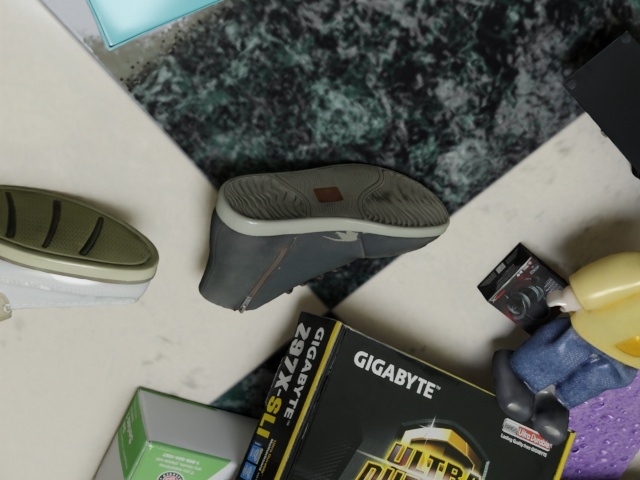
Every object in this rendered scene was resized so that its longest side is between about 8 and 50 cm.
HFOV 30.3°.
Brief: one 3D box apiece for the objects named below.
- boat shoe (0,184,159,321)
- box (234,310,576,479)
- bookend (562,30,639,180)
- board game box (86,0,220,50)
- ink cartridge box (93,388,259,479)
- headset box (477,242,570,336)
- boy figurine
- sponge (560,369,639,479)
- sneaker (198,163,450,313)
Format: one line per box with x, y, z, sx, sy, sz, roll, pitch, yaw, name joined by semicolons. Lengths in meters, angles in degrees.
-0.287;0.018;0.965;0.302;0.113;0.103;10;116;-8;boat shoe
0.073;0.244;1.119;0.322;0.079;0.257;28;81;-32;box
0.300;-0.089;1.070;0.072;0.156;0.157;-39;76;7;bookend
-0.055;-0.324;0.856;0.336;0.079;0.254;-23;121;-2;board game box
-0.144;0.272;1.141;0.160;0.092;0.219;20;111;-25;ink cartridge box
0.205;0.052;1.155;0.083;0.032;0.062;38;103;-27;headset box
0.299;0.081;1.088;0.177;0.092;0.285;37;125;-23;boy figurine
0.311;0.166;1.245;0.117;0.031;0.210;20;110;-25;sponge
0.000;0.000;1.057;0.222;0.083;0.118;1;136;-23;sneaker
